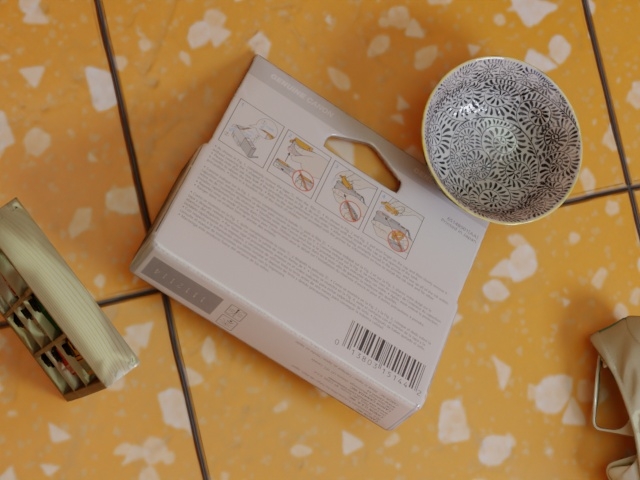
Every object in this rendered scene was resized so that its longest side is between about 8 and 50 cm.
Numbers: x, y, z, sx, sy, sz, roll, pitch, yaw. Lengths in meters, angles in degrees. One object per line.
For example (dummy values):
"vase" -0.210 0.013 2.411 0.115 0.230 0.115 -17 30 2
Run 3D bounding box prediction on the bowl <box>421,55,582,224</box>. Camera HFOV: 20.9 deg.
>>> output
"bowl" 0.165 -0.090 1.711 0.170 0.080 0.170 4 78 -18

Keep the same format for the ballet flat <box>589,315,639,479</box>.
"ballet flat" 0.316 0.200 1.732 0.086 0.086 0.248 -8 84 -16

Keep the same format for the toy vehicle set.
"toy vehicle set" -0.237 0.057 1.490 0.035 0.267 0.166 -37 93 -16

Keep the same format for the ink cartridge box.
"ink cartridge box" 0.000 0.000 1.668 0.296 0.066 0.261 33 51 -10
